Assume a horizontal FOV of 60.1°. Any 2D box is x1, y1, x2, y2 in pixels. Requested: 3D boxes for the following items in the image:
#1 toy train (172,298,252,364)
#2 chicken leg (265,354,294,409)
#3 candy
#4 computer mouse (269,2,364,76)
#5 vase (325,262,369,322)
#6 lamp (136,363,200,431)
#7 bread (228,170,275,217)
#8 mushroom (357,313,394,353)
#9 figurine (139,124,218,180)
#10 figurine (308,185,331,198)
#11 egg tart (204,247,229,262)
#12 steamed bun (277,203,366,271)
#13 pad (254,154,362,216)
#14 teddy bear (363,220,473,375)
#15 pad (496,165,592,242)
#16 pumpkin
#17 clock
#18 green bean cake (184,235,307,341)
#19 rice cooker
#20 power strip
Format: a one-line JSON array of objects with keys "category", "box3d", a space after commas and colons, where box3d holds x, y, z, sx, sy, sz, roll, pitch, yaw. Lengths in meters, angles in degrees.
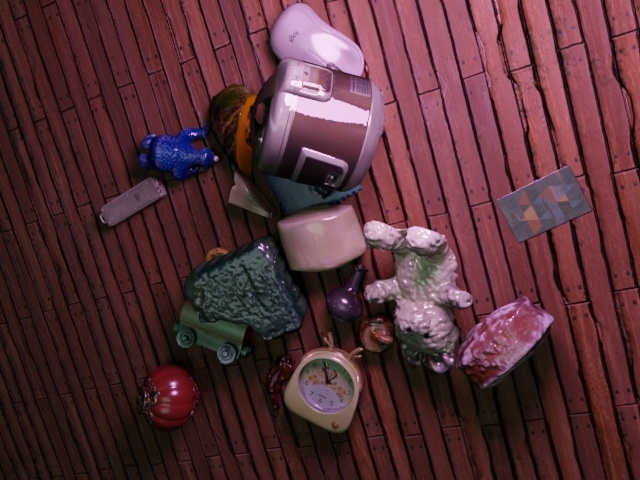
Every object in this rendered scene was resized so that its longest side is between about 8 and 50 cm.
[{"category": "toy train", "box3d": [-0.355, 0.296, 1.853, 0.285, 0.116, 0.177, 17, 94, 14]}, {"category": "chicken leg", "box3d": [-0.142, 0.474, 1.853, 0.093, 0.053, 0.205, 25, 112, -4]}, {"category": "candy", "box3d": [0.499, 0.279, 1.525, 0.157, 0.214, 0.289, 43, 108, 10]}, {"category": "computer mouse", "box3d": [-0.018, -0.540, 1.566, 0.184, 0.121, 0.297, -44, 85, 19]}, {"category": "vase", "box3d": [0.090, 0.155, 1.686, 0.120, 0.120, 0.183, 23, 94, 11]}, {"category": "lamp", "box3d": [-0.519, 0.541, 1.902, 0.226, 0.227, 0.227, 3, 102, 16]}, {"category": "bread", "box3d": [-0.204, -0.143, 1.726, 0.152, 0.077, 0.105, 20, 107, 11]}, {"category": "mushroom", "box3d": [0.170, 0.286, 1.695, 0.127, 0.087, 0.127, 2, 100, 12]}, {"category": "figurine", "box3d": [-0.454, -0.272, 1.752, 0.262, 0.120, 0.164, -5, 96, 16]}, {"category": "figurine", "box3d": [-0.028, -0.190, 1.653, 0.149, 0.087, 0.086, 43, 72, 4]}, {"category": "egg tart", "box3d": [-0.324, 0.082, 1.825, 0.128, 0.049, 0.129, 5, 107, 16]}, {"category": "steamed bun", "box3d": [0.000, 0.000, 1.648, 0.250, 0.155, 0.200, -11, 103, 19]}, {"category": "pad", "box3d": [-0.041, -0.212, 1.696, 0.269, 0.012, 0.269, -30, 91, 21]}, {"category": "teddy bear", "box3d": [0.253, 0.175, 1.515, 0.327, 0.375, 0.362, 9, 81, 35]}, {"category": "pad", "box3d": [0.614, -0.097, 1.524, 0.211, 0.003, 0.143, -28, 92, 21]}, {"category": "pumpkin", "box3d": [-0.294, -0.341, 1.698, 0.163, 0.111, 0.279, 11, 105, 19]}, {"category": "clock", "box3d": [0.031, 0.443, 1.765, 0.235, 0.096, 0.308, 25, 107, 12]}, {"category": "green bean cake", "box3d": [-0.226, 0.172, 1.722, 0.307, 0.169, 0.300, -24, 100, 9]}, {"category": "rice cooker", "box3d": [-0.023, -0.305, 1.468, 0.325, 0.335, 0.335, 13, 106, -11]}, {"category": "power strip", "box3d": [-0.636, -0.131, 1.875, 0.272, 0.052, 0.078, -27, 93, 21]}]
